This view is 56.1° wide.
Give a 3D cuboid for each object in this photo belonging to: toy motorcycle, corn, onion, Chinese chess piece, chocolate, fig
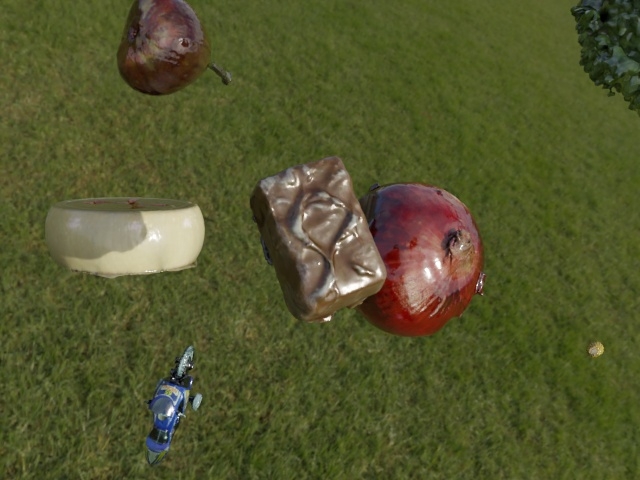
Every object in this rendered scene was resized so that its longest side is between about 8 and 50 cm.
[{"bbox_3d":[-0.357,0.397,1.418,0.113,0.315,0.169,20,30,1],"label":"toy motorcycle"},{"bbox_3d":[0.649,0.257,1.422,0.037,0.037,0.092,46,16,23],"label":"corn"},{"bbox_3d":[0.185,0.024,1.326,0.341,0.341,0.341,18,37,-14],"label":"onion"},{"bbox_3d":[-0.432,-0.018,1.346,0.338,0.140,0.338,4,9,-1],"label":"Chinese chess piece"},{"bbox_3d":[0.000,0.000,0.834,0.148,0.093,0.214,-22,83,-17],"label":"chocolate"},{"bbox_3d":[-0.240,-0.314,0.991,0.143,0.160,0.231,17,12,5],"label":"fig"}]

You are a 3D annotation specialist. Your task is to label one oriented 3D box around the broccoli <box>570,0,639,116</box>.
[{"bbox_3d":[0.438,-0.203,0.542,0.249,0.375,0.302,50,26,-59],"label":"broccoli"}]
